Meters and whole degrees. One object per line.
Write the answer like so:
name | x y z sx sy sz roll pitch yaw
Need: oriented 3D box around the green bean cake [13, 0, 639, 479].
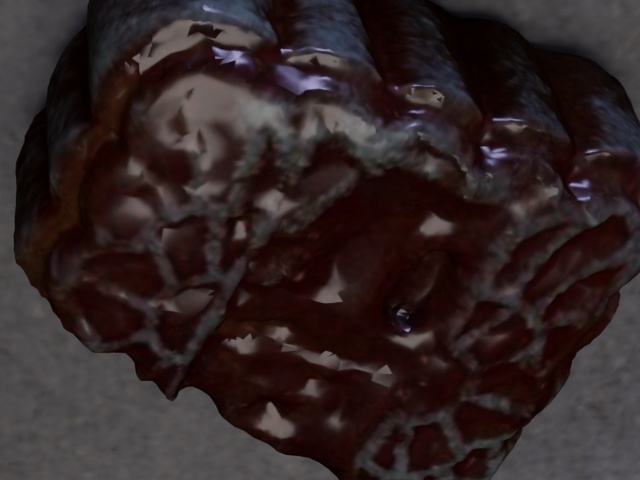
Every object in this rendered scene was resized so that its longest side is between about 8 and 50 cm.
green bean cake | 0.000 0.000 0.580 0.233 0.097 0.198 21 122 -22
